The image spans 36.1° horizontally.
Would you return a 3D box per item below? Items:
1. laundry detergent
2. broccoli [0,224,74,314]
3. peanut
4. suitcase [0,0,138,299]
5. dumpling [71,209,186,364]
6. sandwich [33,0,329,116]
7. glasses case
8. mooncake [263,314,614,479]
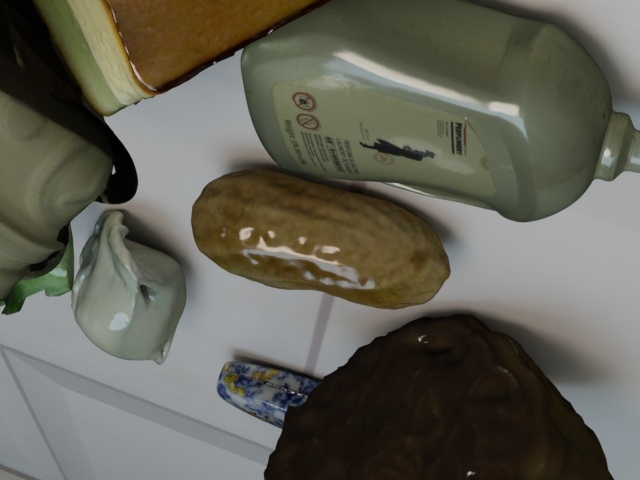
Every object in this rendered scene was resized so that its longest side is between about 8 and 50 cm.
[{"bbox_3d":[0.084,-0.080,0.631,0.253,0.091,0.181,14,152,14],"label":"laundry detergent"},{"bbox_3d":[-0.368,0.028,0.922,0.270,0.270,0.270,-3,158,-20],"label":"broccoli"},{"bbox_3d":[0.000,0.000,0.830,0.225,0.095,0.108,13,166,10],"label":"peanut"},{"bbox_3d":[-0.253,-0.109,0.568,0.194,0.352,0.339,-38,130,7],"label":"suitcase"},{"bbox_3d":[-0.213,0.047,1.058,0.151,0.124,0.229,53,153,21],"label":"dumpling"},{"bbox_3d":[-0.050,-0.192,0.480,0.108,0.220,0.186,2,122,63],"label":"sandwich"},{"bbox_3d":[-0.011,0.212,1.229,0.247,0.065,0.087,15,153,11],"label":"glasses case"},{"bbox_3d":[0.102,0.235,0.915,0.324,0.324,0.187,-6,139,42],"label":"mooncake"}]
